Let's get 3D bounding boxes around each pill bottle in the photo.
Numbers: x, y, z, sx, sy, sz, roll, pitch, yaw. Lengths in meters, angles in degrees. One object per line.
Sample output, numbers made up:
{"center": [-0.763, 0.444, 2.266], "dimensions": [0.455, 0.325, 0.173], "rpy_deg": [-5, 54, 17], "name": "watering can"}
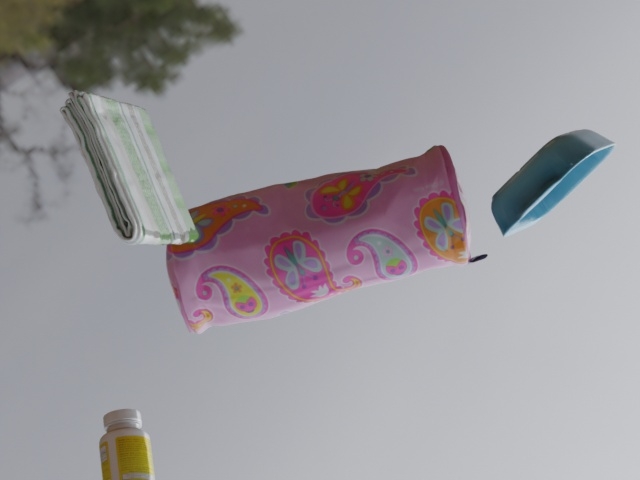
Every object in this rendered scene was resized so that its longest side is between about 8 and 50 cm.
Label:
{"center": [-0.239, 0.270, 2.003], "dimensions": [0.065, 0.116, 0.065], "rpy_deg": [-8, 155, -4], "name": "pill bottle"}

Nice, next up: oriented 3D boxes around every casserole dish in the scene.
{"center": [0.209, -0.057, 1.479], "dimensions": [0.114, 0.037, 0.188], "rpy_deg": [-45, 170, 20], "name": "casserole dish"}

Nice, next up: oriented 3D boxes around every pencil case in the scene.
{"center": [0.000, 0.000, 1.484], "dimensions": [0.284, 0.124, 0.124], "rpy_deg": [-15, -168, -2], "name": "pencil case"}

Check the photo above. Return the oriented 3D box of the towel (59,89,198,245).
{"center": [-0.133, -0.047, 1.154], "dimensions": [0.023, 0.113, 0.152], "rpy_deg": [-23, 175, 10], "name": "towel"}
